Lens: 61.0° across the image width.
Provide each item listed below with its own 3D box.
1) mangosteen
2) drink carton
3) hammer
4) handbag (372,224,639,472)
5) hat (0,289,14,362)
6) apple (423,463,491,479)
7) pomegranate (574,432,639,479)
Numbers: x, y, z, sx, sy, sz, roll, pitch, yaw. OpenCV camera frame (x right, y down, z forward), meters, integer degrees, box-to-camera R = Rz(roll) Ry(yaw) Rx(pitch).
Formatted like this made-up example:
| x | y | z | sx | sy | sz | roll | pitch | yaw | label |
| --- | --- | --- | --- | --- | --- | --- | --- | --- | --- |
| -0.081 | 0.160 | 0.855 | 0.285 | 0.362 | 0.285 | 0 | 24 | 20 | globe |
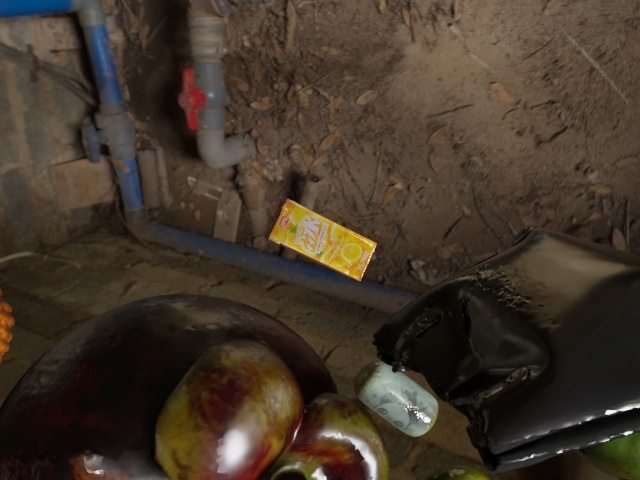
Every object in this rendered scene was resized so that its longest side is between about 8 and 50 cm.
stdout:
| x | y | z | sx | sy | sz | roll | pitch | yaw | label |
| --- | --- | --- | --- | --- | --- | --- | --- | --- | --- |
| -0.091 | 0.192 | 0.439 | 0.347 | 0.307 | 0.306 | -4 | 108 | 41 | mangosteen |
| 0.000 | 0.000 | 1.186 | 0.223 | 0.071 | 0.096 | 27 | 85 | -12 | drink carton |
| 0.140 | 0.389 | 1.320 | 0.202 | 0.113 | 0.305 | 39 | 152 | -3 | hammer |
| 0.233 | 0.113 | 0.596 | 0.342 | 0.288 | 0.152 | -144 | 37 | -69 | handbag |
| -0.764 | 0.185 | 1.105 | 0.285 | 0.285 | 0.400 | 57 | 154 | -2 | hat |
| 0.301 | 0.587 | 1.178 | 0.196 | 0.196 | 0.157 | 39 | 157 | 11 | apple |
| 0.531 | 0.298 | 0.950 | 0.187 | 0.187 | 0.225 | 20 | 89 | 22 | pomegranate |
